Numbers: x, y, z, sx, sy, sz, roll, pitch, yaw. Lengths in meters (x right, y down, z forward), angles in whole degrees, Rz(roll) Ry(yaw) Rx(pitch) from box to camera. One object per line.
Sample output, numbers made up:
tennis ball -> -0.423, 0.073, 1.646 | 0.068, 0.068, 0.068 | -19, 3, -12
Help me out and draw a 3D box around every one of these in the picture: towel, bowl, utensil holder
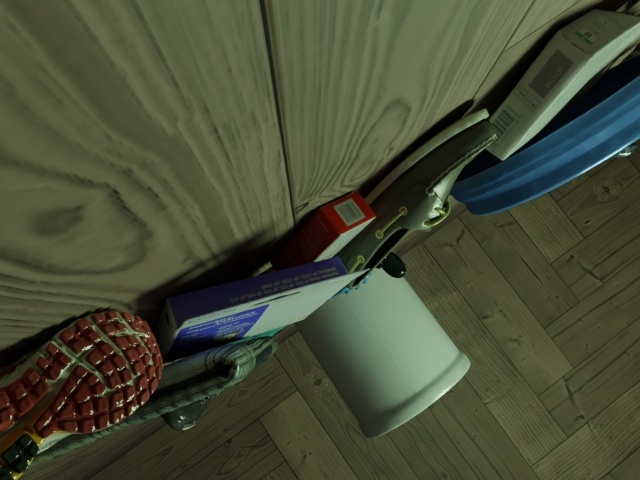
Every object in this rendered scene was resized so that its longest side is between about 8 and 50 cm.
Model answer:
towel -> -0.222, 0.189, 0.702 | 0.324, 0.056, 0.312 | -23, 174, 1
bowl -> 0.390, -0.169, 0.921 | 0.391, 0.077, 0.391 | -34, -176, 3
utensil holder -> 0.139, 0.251, 1.458 | 0.327, 0.385, 0.327 | -35, 171, -7

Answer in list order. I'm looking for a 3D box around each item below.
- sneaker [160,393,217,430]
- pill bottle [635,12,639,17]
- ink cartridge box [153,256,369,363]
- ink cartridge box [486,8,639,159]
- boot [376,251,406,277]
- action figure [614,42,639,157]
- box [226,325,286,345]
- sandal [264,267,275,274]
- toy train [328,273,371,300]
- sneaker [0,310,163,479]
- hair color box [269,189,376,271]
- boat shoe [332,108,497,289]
sneaker -> -0.238, 0.287, 1.208 | 0.162, 0.106, 0.281 | -43, 180, 10
pill bottle -> 0.496, -0.323, 0.707 | 0.169, 0.094, 0.094 | -44, 168, 36
ink cartridge box -> -0.077, 0.072, 0.637 | 0.206, 0.045, 0.208 | -13, 164, -27
ink cartridge box -> 0.318, -0.215, 0.712 | 0.224, 0.056, 0.181 | -37, 166, -31
boot -> 0.128, 0.040, 1.182 | 0.045, 0.121, 0.099 | -41, 176, 18
action figure -> 0.578, -0.286, 1.231 | 0.330, 0.179, 0.341 | -27, -163, -14
box -> -0.132, 0.184, 1.128 | 0.244, 0.060, 0.100 | -32, 171, -19
sandal -> -0.063, 0.055, 0.810 | 0.179, 0.040, 0.067 | -47, -176, -31
toy train -> 0.037, 0.083, 1.195 | 0.105, 0.080, 0.184 | -33, 174, 27
sneaker -> -0.223, 0.121, 0.431 | 0.092, 0.088, 0.225 | -16, -174, 41
hair color box -> 0.000, 0.000, 0.704 | 0.072, 0.043, 0.141 | -27, 167, -42
boat shoe -> 0.114, -0.046, 0.733 | 0.305, 0.091, 0.109 | -41, 170, 31
